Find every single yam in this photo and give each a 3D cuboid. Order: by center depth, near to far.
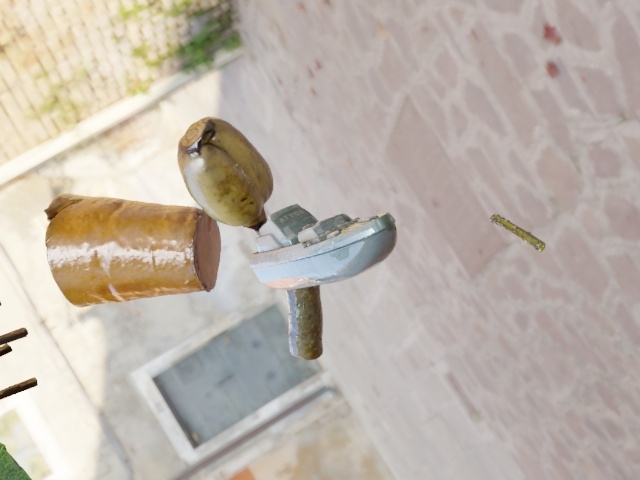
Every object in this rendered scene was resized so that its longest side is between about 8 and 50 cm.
[{"bbox_3d":[-0.026,0.077,1.679,0.061,0.061,0.253,48,148,49],"label":"yam"}]

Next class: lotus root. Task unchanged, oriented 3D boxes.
[{"bbox_3d":[-0.132,-0.088,1.636,0.118,0.125,0.221,22,155,43],"label":"lotus root"}]

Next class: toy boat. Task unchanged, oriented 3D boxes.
[{"bbox_3d":[0.000,0.000,1.112,0.260,0.078,0.085,-14,99,63],"label":"toy boat"}]

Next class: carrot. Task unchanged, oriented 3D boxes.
[{"bbox_3d":[-0.292,0.005,1.798,0.196,0.254,0.196,-5,-90,-74],"label":"carrot"}]

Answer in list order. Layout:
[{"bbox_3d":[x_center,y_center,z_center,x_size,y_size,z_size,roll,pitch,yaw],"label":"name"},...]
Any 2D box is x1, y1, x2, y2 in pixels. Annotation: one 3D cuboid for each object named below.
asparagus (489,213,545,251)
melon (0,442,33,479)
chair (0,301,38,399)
[{"bbox_3d":[0.218,-0.012,1.258,0.114,0.014,0.015,-137,44,-61],"label":"asparagus"},{"bbox_3d":[-0.392,0.223,1.110,0.209,0.064,0.118,0,127,31],"label":"melon"},{"bbox_3d":[-0.437,0.149,1.242,0.101,0.212,0.084,33,135,48],"label":"chair"}]
